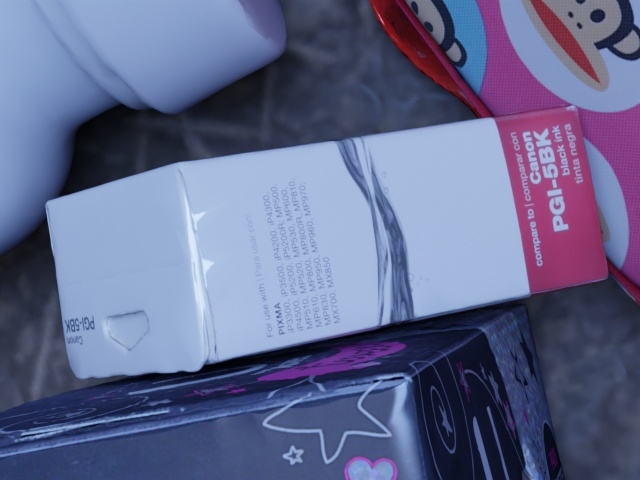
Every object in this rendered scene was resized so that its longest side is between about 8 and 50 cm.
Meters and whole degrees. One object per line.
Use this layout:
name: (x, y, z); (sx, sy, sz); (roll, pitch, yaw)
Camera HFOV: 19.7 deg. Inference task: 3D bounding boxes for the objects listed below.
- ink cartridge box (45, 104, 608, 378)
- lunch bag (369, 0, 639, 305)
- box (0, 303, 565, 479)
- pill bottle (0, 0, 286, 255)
ink cartridge box: (0.000, 0.000, 0.547); (0.135, 0.099, 0.056); (-10, 90, -31)
lunch bag: (0.094, -0.117, 0.546); (0.120, 0.258, 0.293); (-32, 84, -32)
box: (-0.012, 0.103, 0.545); (0.163, 0.247, 0.142); (-12, 90, 13)
pill bottle: (-0.210, -0.057, 0.594); (0.363, 0.210, 0.210); (-25, 84, 8)
